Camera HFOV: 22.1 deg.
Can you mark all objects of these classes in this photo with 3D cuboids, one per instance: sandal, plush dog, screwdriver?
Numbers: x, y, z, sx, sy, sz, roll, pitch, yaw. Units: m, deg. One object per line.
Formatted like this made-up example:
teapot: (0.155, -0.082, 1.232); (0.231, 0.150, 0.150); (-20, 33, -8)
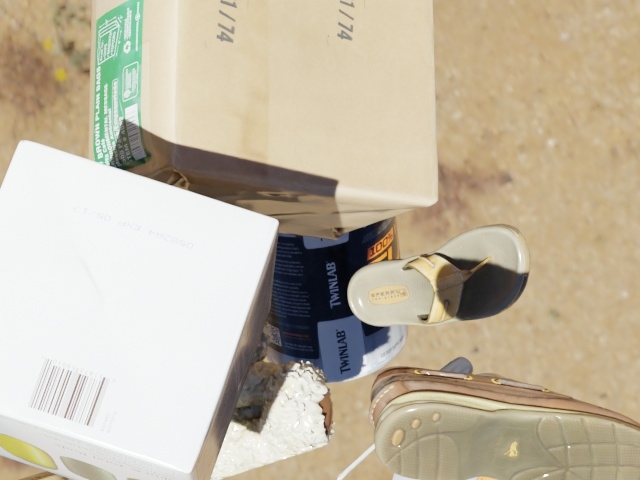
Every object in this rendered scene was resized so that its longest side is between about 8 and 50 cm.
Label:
sandal: (0.089, 0.036, 1.320); (0.180, 0.072, 0.049); (-14, -179, 36)
plush dog: (-0.112, 0.133, 1.718); (0.211, 0.225, 0.262); (-18, 175, -4)
screwdriver: (0.067, 0.141, 1.317); (0.170, 0.024, 0.025); (-33, 133, -40)

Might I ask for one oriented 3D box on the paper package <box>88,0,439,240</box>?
paper package: (-0.054, -0.183, 1.552); (0.309, 0.324, 0.168); (7, 165, -32)

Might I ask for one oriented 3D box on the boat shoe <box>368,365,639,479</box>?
boat shoe: (0.110, 0.102, 0.904); (0.178, 0.060, 0.064); (12, 120, -17)

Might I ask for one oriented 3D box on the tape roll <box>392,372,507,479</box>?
tape roll: (0.175, 0.260, 1.850); (0.219, 0.072, 0.219); (-30, 136, -35)

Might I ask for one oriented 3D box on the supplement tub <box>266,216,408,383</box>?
supplement tub: (0.000, 0.000, 2.152); (0.207, 0.207, 0.338); (-13, 122, -7)

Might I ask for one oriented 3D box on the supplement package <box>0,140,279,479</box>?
supplement package: (-0.157, 0.079, 1.269); (0.199, 0.198, 0.262); (18, 164, 2)

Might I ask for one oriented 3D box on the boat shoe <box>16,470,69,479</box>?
boat shoe: (-0.400, 0.336, 1.800); (0.285, 0.089, 0.104); (-20, 180, 9)
